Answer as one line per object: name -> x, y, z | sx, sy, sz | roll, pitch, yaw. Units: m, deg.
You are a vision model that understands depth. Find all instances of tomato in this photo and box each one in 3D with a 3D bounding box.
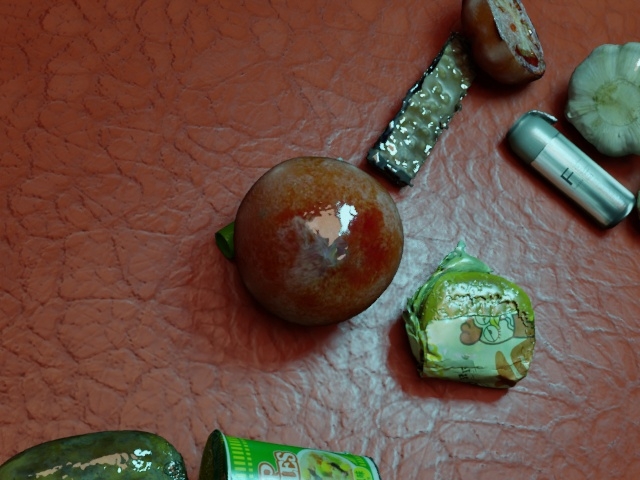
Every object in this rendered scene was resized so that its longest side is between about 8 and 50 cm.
tomato -> 0.000, 0.000, 1.415 | 0.264, 0.265, 0.265 | 4, 67, -10
tomato -> 0.324, -0.381, 1.699 | 0.225, 0.085, 0.225 | 31, 47, -39

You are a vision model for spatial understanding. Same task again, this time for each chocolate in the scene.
chocolate -> 0.188, -0.234, 1.663 | 0.102, 0.065, 0.329 | 38, 67, -10

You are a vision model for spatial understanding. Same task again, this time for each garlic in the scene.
garlic -> 0.568, -0.258, 1.704 | 0.219, 0.218, 0.212 | 56, 32, 13

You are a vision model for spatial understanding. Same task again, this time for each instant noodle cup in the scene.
instant noodle cup -> -0.043, 0.371, 1.309 | 0.232, 0.207, 0.207 | 5, 67, -18

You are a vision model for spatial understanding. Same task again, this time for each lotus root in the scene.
lotus root -> -0.314, 0.346, 1.275 | 0.274, 0.160, 0.152 | -4, 45, -14

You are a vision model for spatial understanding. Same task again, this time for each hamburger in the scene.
hamburger -> 0.240, 0.116, 1.490 | 0.214, 0.125, 0.235 | 15, 80, -16

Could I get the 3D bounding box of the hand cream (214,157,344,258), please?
hand cream -> -0.048, -0.051, 1.555 | 0.275, 0.050, 0.079 | -29, 103, -25

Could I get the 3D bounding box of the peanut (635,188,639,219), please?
peanut -> 0.695, -0.123, 1.647 | 0.313, 0.152, 0.152 | -37, 78, 3

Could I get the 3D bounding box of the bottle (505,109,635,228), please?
bottle -> 0.447, -0.132, 1.656 | 0.253, 0.079, 0.096 | 41, 90, 7
